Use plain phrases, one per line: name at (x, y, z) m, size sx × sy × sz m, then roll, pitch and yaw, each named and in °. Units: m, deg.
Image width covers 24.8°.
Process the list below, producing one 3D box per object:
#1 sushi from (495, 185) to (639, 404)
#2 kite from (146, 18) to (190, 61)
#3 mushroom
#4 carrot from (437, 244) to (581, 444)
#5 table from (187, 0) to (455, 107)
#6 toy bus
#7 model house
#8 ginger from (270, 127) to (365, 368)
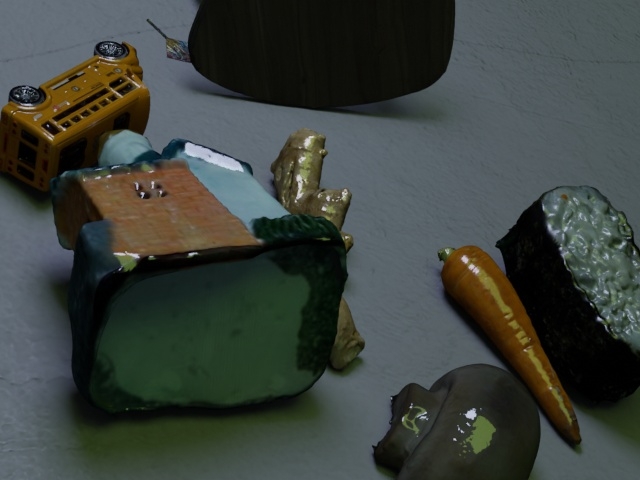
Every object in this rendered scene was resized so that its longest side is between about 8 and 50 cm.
sushi at (0.277, 0.058, 1.536) m, size 0.124 × 0.127 × 0.225 m, roll -7°, pitch 60°, yaw -34°
kite at (-0.168, -0.231, 1.681) m, size 0.044 × 0.002 × 0.078 m, roll -7°, pitch 53°, yaw -33°
mushroom at (0.143, 0.182, 1.364) m, size 0.141 × 0.117 × 0.188 m, roll 36°, pitch 36°, yaw -8°
carrot at (0.203, 0.100, 1.509) m, size 0.061 × 0.061 × 0.256 m, roll -15°, pitch 59°, yaw -38°
table at (-0.035, -0.329, 1.704) m, size 0.317 × 0.317 × 0.249 m, roll 5°, pitch 33°, yaw -24°
toy bus at (-0.238, -0.126, 1.471) m, size 0.088 × 0.083 × 0.194 m, roll 31°, pitch 41°, yaw 18°
model house at (-0.143, 0.001, 1.355) m, size 0.253 × 0.184 × 0.291 m, roll -7°, pitch 41°, yaw -29°
ginger at (0.000, 0.000, 1.488) m, size 0.089 × 0.075 × 0.288 m, roll -20°, pitch 51°, yaw 9°
